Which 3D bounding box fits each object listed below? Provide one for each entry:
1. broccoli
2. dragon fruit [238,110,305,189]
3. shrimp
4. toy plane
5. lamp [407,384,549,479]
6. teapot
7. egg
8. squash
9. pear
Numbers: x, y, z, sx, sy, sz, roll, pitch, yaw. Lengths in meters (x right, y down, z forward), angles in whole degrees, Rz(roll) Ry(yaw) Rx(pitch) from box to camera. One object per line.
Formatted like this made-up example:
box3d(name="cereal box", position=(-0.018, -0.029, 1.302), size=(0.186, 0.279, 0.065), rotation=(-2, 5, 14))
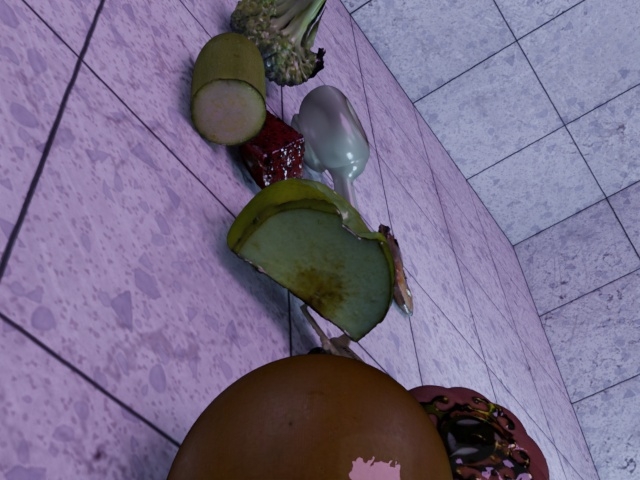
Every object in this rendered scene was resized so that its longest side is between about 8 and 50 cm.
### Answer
box3d(name="broccoli", position=(-0.066, -0.476, 1.776), size=(0.247, 0.243, 0.263), rotation=(28, 29, -35))
box3d(name="dragon fruit", position=(-0.109, -0.160, 1.492), size=(0.127, 0.121, 0.161), rotation=(-23, 51, -32))
box3d(name="shrimp", position=(0.180, 0.070, 1.935), size=(0.143, 0.052, 0.251), rotation=(53, 25, -53))
box3d(name="toy plane", position=(0.037, 0.207, 1.273), size=(0.229, 0.092, 0.244), rotation=(55, 4, -21))
box3d(name="lamp", position=(0.196, 0.373, 1.240), size=(0.305, 0.240, 0.305), rotation=(11, 34, -8))
box3d(name="teapot", position=(0.031, -0.184, 1.752), size=(0.220, 0.149, 0.318), rotation=(49, 20, -49))
box3d(name="egg", position=(-0.011, 0.264, 0.790), size=(0.283, 0.282, 0.351), rotation=(57, 20, -10))
box3d(name="squash", position=(-0.160, -0.284, 1.441), size=(0.132, 0.132, 0.247), rotation=(48, 22, -32))
box3d(name="pear", position=(0.000, 0.000, 1.316), size=(0.292, 0.159, 0.292), rotation=(39, 9, -7))
